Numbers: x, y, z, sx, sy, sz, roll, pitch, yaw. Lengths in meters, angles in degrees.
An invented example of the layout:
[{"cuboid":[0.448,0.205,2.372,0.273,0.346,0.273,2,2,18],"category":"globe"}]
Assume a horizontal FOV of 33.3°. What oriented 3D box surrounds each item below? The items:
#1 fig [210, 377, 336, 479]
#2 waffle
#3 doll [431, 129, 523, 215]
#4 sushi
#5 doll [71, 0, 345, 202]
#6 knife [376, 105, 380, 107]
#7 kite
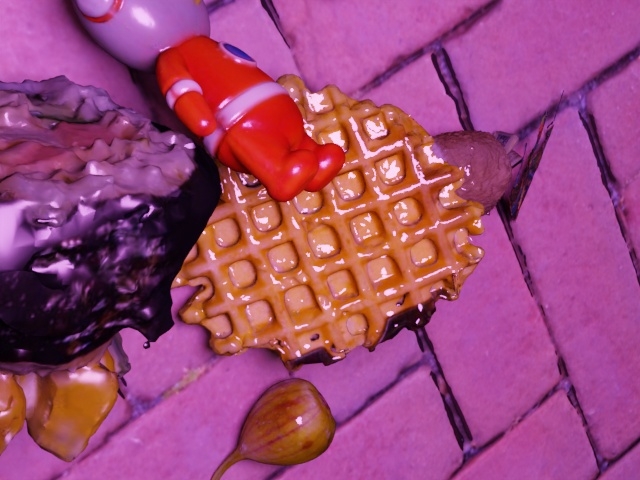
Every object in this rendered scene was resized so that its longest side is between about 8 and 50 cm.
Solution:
[{"cuboid":[-0.057,0.220,1.146,0.166,0.093,0.093,-39,118,-18],"category":"fig"},{"cuboid":[0.000,0.001,1.086,0.307,0.060,0.312,36,97,-9],"category":"waffle"},{"cuboid":[0.152,-0.071,1.210,0.221,0.115,0.105,-8,94,-37],"category":"doll"},{"cuboid":[-0.267,0.026,0.857,0.329,0.328,0.285,-11,120,-44],"category":"sushi"},{"cuboid":[-0.116,-0.172,0.955,0.336,0.200,0.105,46,111,8],"category":"doll"},{"cuboid":[0.011,-0.075,1.169,0.230,0.028,0.060,-44,131,-20],"category":"knife"},{"cuboid":[0.248,-0.087,1.280,0.183,0.010,0.160,-49,155,-48],"category":"kite"}]
